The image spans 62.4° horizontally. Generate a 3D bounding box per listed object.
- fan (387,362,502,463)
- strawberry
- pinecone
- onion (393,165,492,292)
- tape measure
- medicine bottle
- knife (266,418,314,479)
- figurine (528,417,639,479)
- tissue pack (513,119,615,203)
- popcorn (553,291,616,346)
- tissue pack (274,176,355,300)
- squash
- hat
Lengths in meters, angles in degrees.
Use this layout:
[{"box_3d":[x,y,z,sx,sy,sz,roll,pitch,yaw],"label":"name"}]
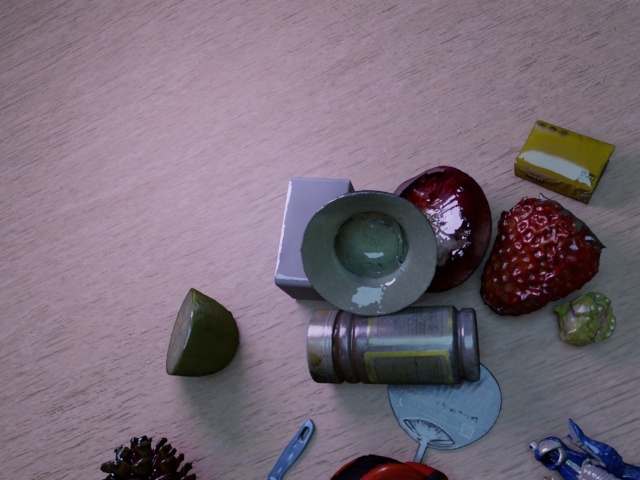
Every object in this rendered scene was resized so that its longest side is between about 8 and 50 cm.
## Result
[{"box_3d":[0.252,0.351,1.055,0.223,0.012,0.294,-9,69,11],"label":"fan"},{"box_3d":[0.413,0.044,1.036,0.205,0.205,0.244,46,107,24],"label":"strawberry"},{"box_3d":[-0.339,0.527,1.036,0.246,0.246,0.292,-32,64,3],"label":"pinecone"},{"box_3d":[0.251,-0.015,1.110,0.272,0.195,0.272,-30,50,43],"label":"onion"},{"box_3d":[0.111,0.509,0.915,0.114,0.260,0.253,-16,62,58],"label":"tape measure"},{"box_3d":[0.145,0.208,1.048,0.322,0.151,0.151,-4,70,17],"label":"medicine bottle"},{"box_3d":[-0.100,0.510,1.095,0.044,0.019,0.313,33,84,20],"label":"knife"},{"box_3d":[0.494,0.426,0.911,0.262,0.121,0.164,43,125,31],"label":"figurine"},{"box_3d":[0.515,-0.169,1.124,0.169,0.082,0.120,28,82,22],"label":"tissue pack"},{"box_3d":[0.509,0.152,1.015,0.097,0.089,0.109,24,87,-14],"label":"popcorn"},{"box_3d":[0.001,0.001,1.168,0.136,0.159,0.246,3,71,15],"label":"tissue pack"},{"box_3d":[-0.294,0.195,1.126,0.189,0.260,0.189,-4,73,14],"label":"squash"},{"box_3d":[0.097,0.003,1.016,0.257,0.130,0.257,4,116,8],"label":"hat"}]
